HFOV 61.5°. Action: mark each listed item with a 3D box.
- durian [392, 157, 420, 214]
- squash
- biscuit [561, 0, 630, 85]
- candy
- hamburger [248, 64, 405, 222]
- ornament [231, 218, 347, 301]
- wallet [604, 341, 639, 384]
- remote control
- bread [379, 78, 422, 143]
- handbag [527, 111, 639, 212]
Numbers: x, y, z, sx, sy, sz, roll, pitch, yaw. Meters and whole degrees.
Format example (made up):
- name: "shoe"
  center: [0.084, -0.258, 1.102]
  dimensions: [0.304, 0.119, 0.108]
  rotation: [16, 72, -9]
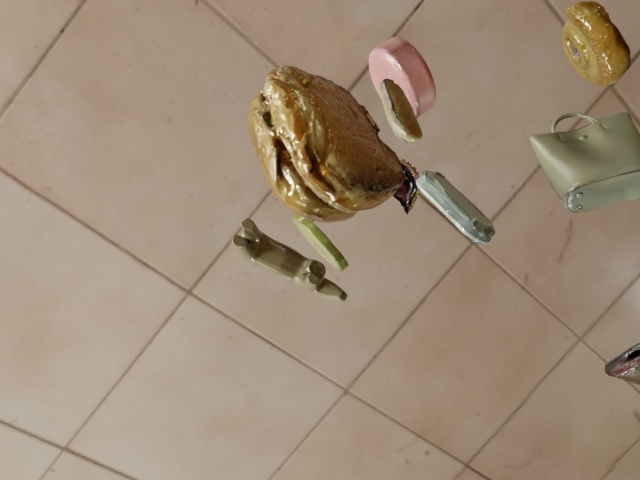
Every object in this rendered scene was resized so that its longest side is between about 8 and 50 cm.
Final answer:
- name: "durian"
  center: [0.242, -0.193, 1.635]
  dimensions: [0.186, 0.108, 0.119]
  rotation: [44, 111, -7]
- name: "squash"
  center: [-0.004, 0.003, 1.538]
  dimensions: [0.041, 0.219, 0.219]
  rotation: [-42, 113, -3]
- name: "biscuit"
  center: [0.755, -0.528, 1.491]
  dimensions: [0.091, 0.213, 0.274]
  rotation: [-33, 153, 11]
- name: "candy"
  center: [0.243, -0.471, 1.602]
  dimensions: [0.094, 0.255, 0.255]
  rotation: [-34, 114, -8]
- name: "hamburger"
  center: [0.010, -0.182, 1.041]
  dimensions: [0.284, 0.305, 0.174]
  rotation: [-1, 153, -44]
- name: "ornament"
  center: [-0.048, 0.051, 0.994]
  dimensions: [0.230, 0.245, 0.061]
  rotation: [27, 81, 1]
- name: "wallet"
  center: [0.419, 0.130, 0.504]
  dimensions: [0.255, 0.031, 0.137]
  rotation: [17, 146, -9]
- name: "remote control"
  center: [0.330, -0.085, 1.318]
  dimensions: [0.104, 0.247, 0.052]
  rotation: [-2, 134, -45]
- name: "bread"
  center: [0.186, -0.309, 1.302]
  dimensions: [0.073, 0.214, 0.053]
  rotation: [6, 142, -28]
- name: "handbag"
  center: [0.637, -0.223, 1.282]
  dimensions: [0.241, 0.316, 0.109]
  rotation: [-13, 142, 13]
